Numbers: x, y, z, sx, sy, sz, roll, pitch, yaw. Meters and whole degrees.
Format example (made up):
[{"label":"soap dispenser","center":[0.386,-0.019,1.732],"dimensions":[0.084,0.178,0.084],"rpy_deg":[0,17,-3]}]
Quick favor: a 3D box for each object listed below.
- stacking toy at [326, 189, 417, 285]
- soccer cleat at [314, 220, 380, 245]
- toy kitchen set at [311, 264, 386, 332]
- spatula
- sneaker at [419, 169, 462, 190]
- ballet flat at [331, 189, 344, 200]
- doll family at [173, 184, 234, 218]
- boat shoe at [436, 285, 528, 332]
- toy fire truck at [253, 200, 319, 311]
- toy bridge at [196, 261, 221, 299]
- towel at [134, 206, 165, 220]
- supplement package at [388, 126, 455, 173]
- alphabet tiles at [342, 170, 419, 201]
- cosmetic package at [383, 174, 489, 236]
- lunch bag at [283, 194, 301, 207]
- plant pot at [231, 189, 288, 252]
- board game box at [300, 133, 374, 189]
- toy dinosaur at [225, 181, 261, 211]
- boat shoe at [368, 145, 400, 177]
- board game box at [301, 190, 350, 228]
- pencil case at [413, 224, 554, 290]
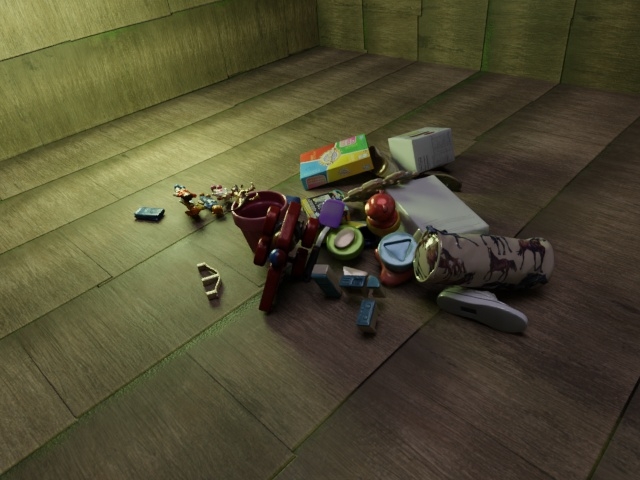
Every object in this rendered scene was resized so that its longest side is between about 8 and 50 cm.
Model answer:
[{"label":"stacking toy","center":[0.165,-0.003,1.578],"dimensions":[0.279,0.130,0.309],"rpy_deg":[-20,54,-3]},{"label":"soccer cleat","center":[0.072,-0.025,1.731],"dimensions":[0.288,0.094,0.121],"rpy_deg":[-1,18,3]},{"label":"toy kitchen set","center":[0.070,0.173,1.436],"dimensions":[0.207,0.122,0.166],"rpy_deg":[-1,52,30]},{"label":"spatula","center":[0.000,0.000,1.630],"dimensions":[0.084,0.030,0.297],"rpy_deg":[18,79,25]},{"label":"sneaker","center":[0.513,-0.264,2.030],"dimensions":[0.188,0.066,0.071],"rpy_deg":[22,43,33]},{"label":"ballet flat","center":[0.053,-0.119,1.881],"dimensions":[0.083,0.087,0.247],"rpy_deg":[-2,36,5]},{"label":"doll family","center":[-0.482,-0.155,2.017],"dimensions":[0.262,0.119,0.163],"rpy_deg":[-6,25,-31]},{"label":"boat shoe","center":[0.469,0.182,1.393],"dimensions":[0.258,0.095,0.084],"rpy_deg":[19,47,29]},{"label":"toy fire truck","center":[-0.120,0.045,1.514],"dimensions":[0.169,0.302,0.254],"rpy_deg":[17,33,-4]},{"label":"toy bridge","center":[-0.371,0.133,1.647],"dimensions":[0.063,0.026,0.188],"rpy_deg":[-17,37,-16]},{"label":"towel","center":[-0.720,-0.114,2.042],"dimensions":[0.119,0.029,0.067],"rpy_deg":[5,37,16]},{"label":"supplement package","center":[0.440,-0.397,2.116],"dimensions":[0.203,0.149,0.194],"rpy_deg":[-20,20,-19]},{"label":"alphabet tiles","center":[0.230,-0.198,1.852],"dimensions":[0.277,0.021,0.284],"rpy_deg":[-25,-11,36]},{"label":"cosmetic package","center":[0.390,-0.066,1.701],"dimensions":[0.217,0.156,0.385],"rpy_deg":[-13,35,-9]},{"label":"lunch bag","center":[-0.132,-0.138,1.952],"dimensions":[0.098,0.067,0.065],"rpy_deg":[7,37,19]},{"label":"plant pot","center":[-0.207,-0.057,1.754],"dimensions":[0.201,0.180,0.201],"rpy_deg":[-5,36,3]},{"label":"board game box","center":[0.067,-0.354,2.163],"dimensions":[0.316,0.064,0.242],"rpy_deg":[-17,35,9]},{"label":"toy dinosaur","center":[-0.271,-0.143,1.693],"dimensions":[0.112,0.064,0.211],"rpy_deg":[-28,27,2]},{"label":"boat shoe","center":[0.268,-0.339,2.156],"dimensions":[0.098,0.109,0.302],"rpy_deg":[23,16,-21]},{"label":"board game box","center":[0.017,-0.110,1.756],"dimensions":[0.141,0.048,0.170],"rpy_deg":[-17,32,-6]},{"label":"pencil case","center":[0.483,0.051,1.438],"dimensions":[0.409,0.160,0.184],"rpy_deg":[5,56,-13]}]
